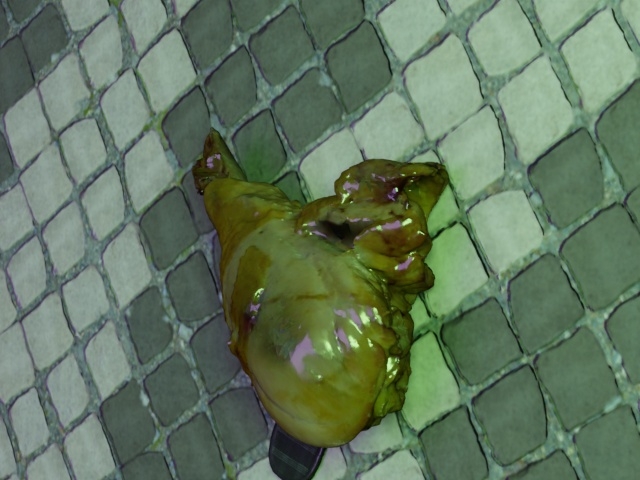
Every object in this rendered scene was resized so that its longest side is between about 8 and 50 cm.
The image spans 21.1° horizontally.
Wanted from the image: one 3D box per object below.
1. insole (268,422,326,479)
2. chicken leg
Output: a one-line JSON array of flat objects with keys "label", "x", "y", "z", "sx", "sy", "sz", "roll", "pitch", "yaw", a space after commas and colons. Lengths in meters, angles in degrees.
[{"label": "insole", "x": 0.002, "y": 0.112, "z": 1.831, "sx": 0.110, "sy": 0.012, "sz": 0.309, "roll": 25, "pitch": 104, "yaw": 39}, {"label": "chicken leg", "x": 0.000, "y": 0.000, "z": 1.752, "sx": 0.295, "sy": 0.182, "sz": 0.409, "roll": -48, "pitch": 48, "yaw": 14}]
